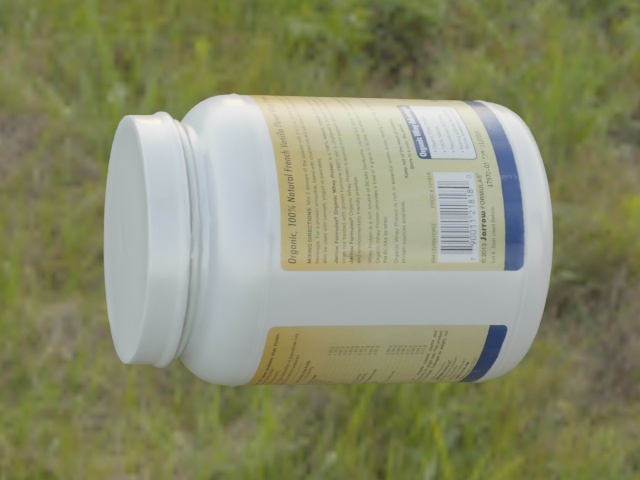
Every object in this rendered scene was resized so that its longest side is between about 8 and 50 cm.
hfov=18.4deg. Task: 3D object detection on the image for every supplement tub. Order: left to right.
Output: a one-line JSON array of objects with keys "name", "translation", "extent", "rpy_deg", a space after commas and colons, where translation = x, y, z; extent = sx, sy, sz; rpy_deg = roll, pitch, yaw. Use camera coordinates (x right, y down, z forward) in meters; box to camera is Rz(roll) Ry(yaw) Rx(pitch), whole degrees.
[{"name": "supplement tub", "translation": [0.000, 0.000, 1.555], "extent": [0.316, 0.228, 0.228], "rpy_deg": [1, 32, -16]}]
